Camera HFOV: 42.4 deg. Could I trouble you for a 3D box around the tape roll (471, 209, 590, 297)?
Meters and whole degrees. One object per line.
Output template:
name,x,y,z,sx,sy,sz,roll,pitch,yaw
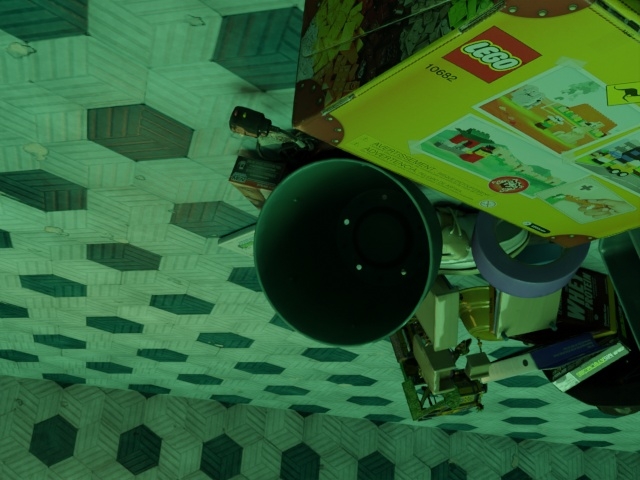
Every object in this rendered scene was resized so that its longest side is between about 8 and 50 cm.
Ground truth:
tape roll,0.354,-0.003,1.398,0.189,0.188,0.080,3,158,4

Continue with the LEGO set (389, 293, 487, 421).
LEGO set,0.310,0.272,1.954,0.192,0.331,0.255,-4,146,-29

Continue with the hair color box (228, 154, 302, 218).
hair color box,-0.079,-0.083,1.423,0.093,0.053,0.167,14,165,24

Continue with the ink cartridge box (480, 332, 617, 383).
ink cartridge box,0.469,0.239,1.714,0.206,0.045,0.208,-11,171,-37

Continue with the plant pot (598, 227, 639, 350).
plant pot,0.647,0.039,1.397,0.252,0.247,0.247,-17,155,5

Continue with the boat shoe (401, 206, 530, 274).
boat shoe,0.231,-0.003,1.515,0.302,0.113,0.103,-13,134,7

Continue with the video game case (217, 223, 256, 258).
video game case,-0.114,0.007,1.735,0.143,0.019,0.157,22,152,-37

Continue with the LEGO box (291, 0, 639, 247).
LEGO box,0.276,-0.188,0.950,0.500,0.193,0.372,20,153,-33

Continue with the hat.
hat,0.686,0.318,1.928,0.331,0.331,0.133,-5,121,23

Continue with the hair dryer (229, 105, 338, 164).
hair dryer,0.024,-0.169,1.245,0.294,0.080,0.223,5,175,13

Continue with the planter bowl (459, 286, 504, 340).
planter bowl,0.414,0.187,1.984,0.217,0.090,0.217,4,158,2

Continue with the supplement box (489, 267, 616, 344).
supplement box,0.502,0.142,1.802,0.194,0.129,0.191,15,156,-24

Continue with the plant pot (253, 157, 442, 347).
plant pot,0.069,0.009,1.366,0.293,0.292,0.235,-5,-176,21

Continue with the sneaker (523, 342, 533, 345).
sneaker,0.645,0.254,2.081,0.272,0.108,0.100,-4,159,24

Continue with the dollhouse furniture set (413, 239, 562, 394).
dollhouse furniture set,0.334,0.113,1.659,0.304,0.198,0.286,-11,126,-10

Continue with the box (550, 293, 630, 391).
box,0.600,0.227,1.855,0.045,0.184,0.191,41,121,-11
